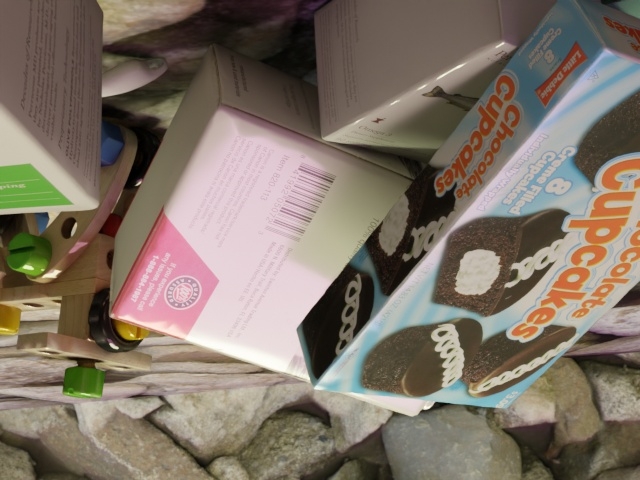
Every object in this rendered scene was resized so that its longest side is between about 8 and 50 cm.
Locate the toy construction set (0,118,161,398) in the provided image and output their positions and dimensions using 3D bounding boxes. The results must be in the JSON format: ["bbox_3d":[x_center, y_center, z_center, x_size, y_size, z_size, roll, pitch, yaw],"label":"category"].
[{"bbox_3d":[-0.239,0.043,1.061,0.257,0.237,0.309,-7,165,8],"label":"toy construction set"}]

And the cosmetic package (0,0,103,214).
[{"bbox_3d":[-0.256,-0.133,0.587,0.197,0.155,0.365,-3,166,6],"label":"cosmetic package"}]

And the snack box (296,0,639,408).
[{"bbox_3d":[0.143,-0.005,0.755,0.187,0.060,0.322,10,133,-33],"label":"snack box"}]

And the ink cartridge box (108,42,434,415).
[{"bbox_3d":[0.000,0.000,0.898,0.283,0.117,0.207,21,118,-20],"label":"ink cartridge box"}]

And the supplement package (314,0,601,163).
[{"bbox_3d":[0.091,-0.135,0.762,0.105,0.105,0.179,10,159,-36],"label":"supplement package"}]

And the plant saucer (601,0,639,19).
[{"bbox_3d":[0.280,-0.164,0.874,0.067,0.018,0.192,-15,162,31],"label":"plant saucer"}]

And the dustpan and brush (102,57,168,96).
[{"bbox_3d":[-0.211,-0.102,0.825,0.211,0.147,0.060,-28,154,-13],"label":"dustpan and brush"}]
